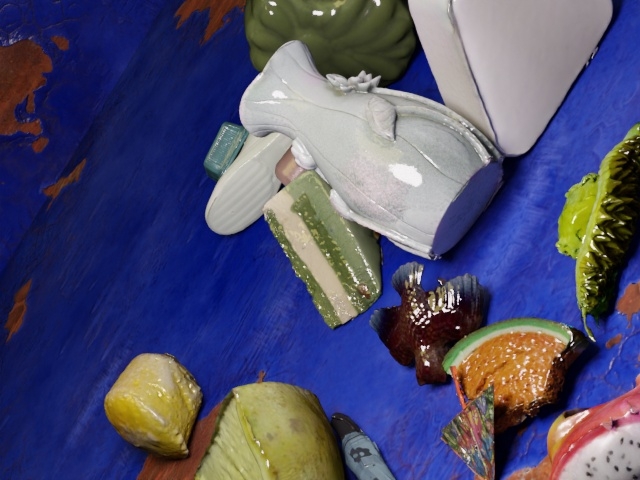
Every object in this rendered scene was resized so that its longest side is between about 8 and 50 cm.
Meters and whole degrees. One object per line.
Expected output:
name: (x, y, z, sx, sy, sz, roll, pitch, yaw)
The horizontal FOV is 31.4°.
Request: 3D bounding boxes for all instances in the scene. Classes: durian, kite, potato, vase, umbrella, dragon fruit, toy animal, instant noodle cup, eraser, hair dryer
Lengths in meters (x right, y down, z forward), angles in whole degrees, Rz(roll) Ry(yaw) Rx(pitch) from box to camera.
durian: (0.404, -0.028, 1.638, 0.132, 0.106, 0.375, -16, 45, 55)
kite: (0.221, 0.265, 1.631, 0.232, 0.009, 0.189, 122, 134, -60)
potato: (-0.039, 0.396, 1.802, 0.280, 0.212, 0.330, 63, 151, 29)
vase: (0.075, -0.163, 1.929, 0.445, 0.250, 0.250, 35, 91, 23)
umbrella: (0.074, 0.355, 1.797, 0.250, 0.052, 0.053, -130, 42, -57)
dragon fruit: (0.388, 0.276, 1.252, 0.290, 0.291, 0.189, -42, -1, 23)
toy animal: (0.160, 0.137, 1.811, 0.218, 0.116, 0.180, -24, 43, 33)
instant noodle cup: (-0.211, -0.196, 2.595, 0.157, 0.070, 0.179, -63, -2, -8)
eraser: (0.288, -0.345, 1.888, 0.331, 0.331, 0.150, -57, 31, 0)
hair dryer: (-0.024, -0.166, 2.220, 0.189, 0.106, 0.344, -50, -2, 11)

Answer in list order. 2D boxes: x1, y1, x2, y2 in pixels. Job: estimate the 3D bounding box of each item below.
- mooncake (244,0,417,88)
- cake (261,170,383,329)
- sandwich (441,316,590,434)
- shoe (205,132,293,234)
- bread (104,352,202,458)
mooncake: (0.020, -0.428, 2.308, 0.351, 0.351, 0.187, -36, 40, 30)
cake: (0.002, 0.005, 2.103, 0.158, 0.172, 0.284, -40, 37, 30)
sandwich: (0.292, 0.185, 1.634, 0.235, 0.079, 0.159, -38, 46, 35)
shoe: (-0.133, -0.181, 2.497, 0.363, 0.132, 0.160, -46, 33, 9)
bread: (-0.324, 0.331, 2.252, 0.197, 0.197, 0.170, -13, 41, 49)
